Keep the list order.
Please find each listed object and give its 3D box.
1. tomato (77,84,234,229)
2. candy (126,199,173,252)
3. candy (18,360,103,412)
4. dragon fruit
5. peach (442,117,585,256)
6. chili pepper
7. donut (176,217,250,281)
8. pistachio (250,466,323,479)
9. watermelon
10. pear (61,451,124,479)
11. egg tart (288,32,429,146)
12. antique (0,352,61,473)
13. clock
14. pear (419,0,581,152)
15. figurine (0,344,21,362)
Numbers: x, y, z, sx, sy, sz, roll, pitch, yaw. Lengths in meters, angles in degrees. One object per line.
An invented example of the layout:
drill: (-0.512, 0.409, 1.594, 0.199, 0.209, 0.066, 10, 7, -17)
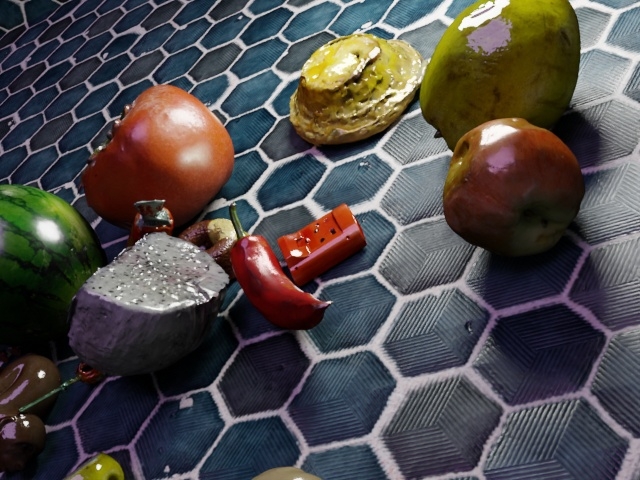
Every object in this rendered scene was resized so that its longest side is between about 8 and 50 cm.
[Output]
tomato: (-0.344, -0.160, 1.735, 0.341, 0.273, 0.341, -50, 16, 20)
candy: (-0.342, -0.004, 1.595, 0.086, 0.292, 0.059, -12, 65, -24)
candy: (-0.484, 0.276, 1.500, 0.055, 0.049, 0.185, 3, 23, 40)
dragon fruit: (-0.301, 0.142, 1.441, 0.204, 0.221, 0.283, 27, 26, 8)
peach: (0.286, -0.087, 1.245, 0.214, 0.214, 0.235, -32, 31, 4)
chili pepper: (-0.078, 0.069, 1.408, 0.092, 0.137, 0.368, -5, 30, -34)
donut: (-0.227, 0.024, 1.608, 0.184, 0.073, 0.166, -3, 45, 33)
pistachio: (-0.083, 0.391, 1.061, 0.226, 0.136, 0.136, -37, 38, -2)
watermelon: (-0.626, 0.050, 1.650, 0.363, 0.363, 0.363, -20, 40, 18)
pear: (-0.371, 0.413, 1.274, 0.141, 0.104, 0.141, -32, 2, 1)
egg tart: (0.064, -0.352, 1.748, 0.341, 0.129, 0.341, -20, 38, 17)
antique: (-0.569, 0.323, 1.512, 0.143, 0.121, 0.257, -19, 33, 6)
clock: (0.000, 0.000, 1.474, 0.155, 0.061, 0.113, -31, 37, 2)
pear: (0.318, -0.293, 1.404, 0.321, 0.269, 0.269, -48, 38, 5)
figurine: (-0.699, 0.196, 1.772, 0.068, 0.075, 0.140, -29, 40, 9)
